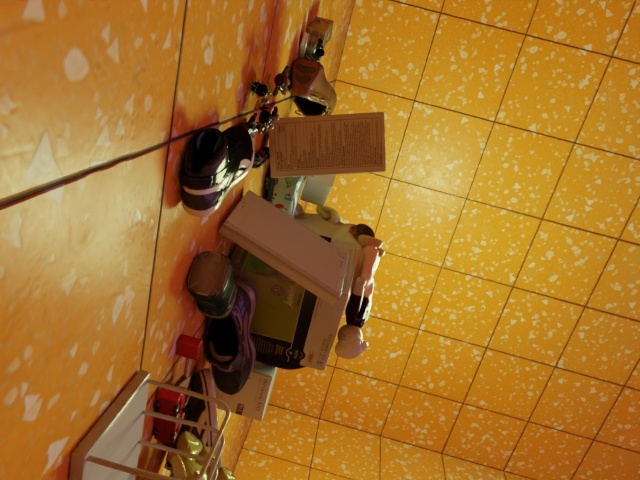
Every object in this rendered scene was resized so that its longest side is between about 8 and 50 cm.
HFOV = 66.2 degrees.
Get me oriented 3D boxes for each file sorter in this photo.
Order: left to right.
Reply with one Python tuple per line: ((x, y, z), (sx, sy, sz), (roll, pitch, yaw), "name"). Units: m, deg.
((-0.258, 0.387, 0.758), (0.193, 0.172, 0.278), (-72, 176, -70), "file sorter")

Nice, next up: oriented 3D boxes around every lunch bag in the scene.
((-0.105, -0.202, 1.611), (0.243, 0.114, 0.304), (107, -1, -45), "lunch bag")

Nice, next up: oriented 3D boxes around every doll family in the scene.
((-0.122, -0.277, 1.027), (0.111, 0.075, 0.193), (-91, -162, -79), "doll family")

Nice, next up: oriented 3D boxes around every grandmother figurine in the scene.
((0.110, 0.170, 1.397), (0.208, 0.103, 0.343), (54, 46, -53), "grandmother figurine")

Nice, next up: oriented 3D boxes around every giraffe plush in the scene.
((-0.285, 0.517, 0.976), (0.170, 0.181, 0.210), (-45, 172, -5), "giraffe plush")

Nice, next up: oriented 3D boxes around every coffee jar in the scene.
((-0.219, 0.099, 1.016), (0.184, 0.078, 0.096), (99, 4, -65), "coffee jar")

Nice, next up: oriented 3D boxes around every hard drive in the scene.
((-0.076, 0.010, 1.180), (0.040, 0.307, 0.203), (-53, -171, 27), "hard drive")

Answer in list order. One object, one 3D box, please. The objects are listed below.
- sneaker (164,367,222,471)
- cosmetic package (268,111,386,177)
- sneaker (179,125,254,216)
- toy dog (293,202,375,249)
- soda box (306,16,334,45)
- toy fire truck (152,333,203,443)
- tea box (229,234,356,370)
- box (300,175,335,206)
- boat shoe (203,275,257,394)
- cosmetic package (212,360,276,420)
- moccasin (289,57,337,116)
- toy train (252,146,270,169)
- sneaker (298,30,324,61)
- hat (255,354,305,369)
((-0.301, 0.462, 1.150), (0.126, 0.127, 0.321), (113, -30, -55), "sneaker")
((0.020, -0.256, 1.334), (0.113, 0.309, 0.161), (-60, 149, -81), "cosmetic package")
((-0.158, -0.149, 0.803), (0.121, 0.079, 0.217), (105, 2, -50), "sneaker")
((0.000, 0.000, 1.766), (0.395, 0.407, 0.285), (-64, 169, -83), "toy dog")
((-0.003, -0.671, 1.587), (0.181, 0.061, 0.058), (-73, 178, -55), "soda box")
((-0.292, 0.304, 1.006), (0.135, 0.047, 0.192), (-74, 178, -58), "toy fire truck")
((-0.096, 0.156, 1.396), (0.220, 0.323, 0.329), (-77, -179, -51), "tea box")
((-0.001, -0.217, 1.705), (0.170, 0.090, 0.130), (118, -11, -68), "box")
((-0.245, 0.261, 1.243), (0.130, 0.132, 0.356), (-53, 152, -59), "boat shoe")
((-0.242, 0.447, 1.554), (0.151, 0.183, 0.152), (-63, 168, -82), "cosmetic package")
((-0.023, -0.451, 1.583), (0.380, 0.139, 0.147), (-28, 134, -87), "moccasin")
((-0.154, -0.215, 1.266), (0.158, 0.027, 0.036), (-72, 173, -67), "toy train")
((-0.025, -0.570, 1.516), (0.170, 0.074, 0.063), (101, 5, -72), "sneaker")
((-0.127, 0.311, 1.571), (0.331, 0.330, 0.134), (-73, 175, -50), "hat")
